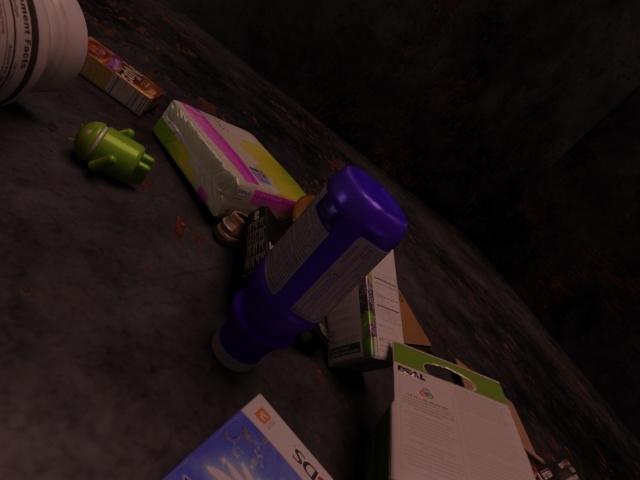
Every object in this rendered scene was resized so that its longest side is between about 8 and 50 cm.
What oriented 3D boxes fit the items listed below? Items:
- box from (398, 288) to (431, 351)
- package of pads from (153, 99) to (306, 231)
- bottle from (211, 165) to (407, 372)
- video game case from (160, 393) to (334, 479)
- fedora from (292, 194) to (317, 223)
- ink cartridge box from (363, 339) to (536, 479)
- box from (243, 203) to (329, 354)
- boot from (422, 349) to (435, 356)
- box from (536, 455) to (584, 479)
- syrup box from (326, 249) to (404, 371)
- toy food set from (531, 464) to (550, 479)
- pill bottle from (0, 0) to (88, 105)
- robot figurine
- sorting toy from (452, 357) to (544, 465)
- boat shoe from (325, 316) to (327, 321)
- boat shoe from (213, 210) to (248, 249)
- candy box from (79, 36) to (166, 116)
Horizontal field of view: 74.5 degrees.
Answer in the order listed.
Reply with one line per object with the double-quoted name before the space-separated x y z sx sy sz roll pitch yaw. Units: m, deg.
"box" 0.132 0.149 0.913 0.165 0.021 0.201 12 34 -28
"package of pads" -0.178 -0.152 0.880 0.296 0.101 0.229 50 21 28
"bottle" -0.025 0.046 0.498 0.092 0.283 0.118 34 21 -21
"video game case" -0.047 0.277 0.307 0.244 0.061 0.270 45 20 11
"fedora" 0.000 0.000 0.846 0.194 0.079 0.194 32 40 -33
"ink cartridge box" 0.162 0.271 0.551 0.189 0.096 0.255 21 25 0
"box" -0.055 0.058 0.685 0.184 0.045 0.190 59 10 -29
"boot" 0.209 0.214 0.956 0.106 0.037 0.114 39 17 -9
"box" 0.483 0.521 0.796 0.231 0.056 0.183 21 28 -44
"syrup box" 0.071 0.095 0.721 0.096 0.093 0.236 24 53 -40
"toy food set" 0.322 0.373 0.693 0.218 0.071 0.128 44 -19 3
"pill bottle" -0.440 -0.244 0.440 0.210 0.210 0.363 39 19 -7
"robot figurine" -0.319 -0.134 0.645 0.115 0.067 0.101 32 34 -26
"sorting toy" 0.384 0.380 0.943 0.193 0.038 0.208 39 16 -9
"boat shoe" 0.041 0.101 0.829 0.075 0.065 0.206 35 21 -20
"boat shoe" -0.105 -0.015 0.788 0.068 0.072 0.190 50 20 26
"candy box" -0.438 -0.351 0.899 0.187 0.053 0.109 37 20 -18
